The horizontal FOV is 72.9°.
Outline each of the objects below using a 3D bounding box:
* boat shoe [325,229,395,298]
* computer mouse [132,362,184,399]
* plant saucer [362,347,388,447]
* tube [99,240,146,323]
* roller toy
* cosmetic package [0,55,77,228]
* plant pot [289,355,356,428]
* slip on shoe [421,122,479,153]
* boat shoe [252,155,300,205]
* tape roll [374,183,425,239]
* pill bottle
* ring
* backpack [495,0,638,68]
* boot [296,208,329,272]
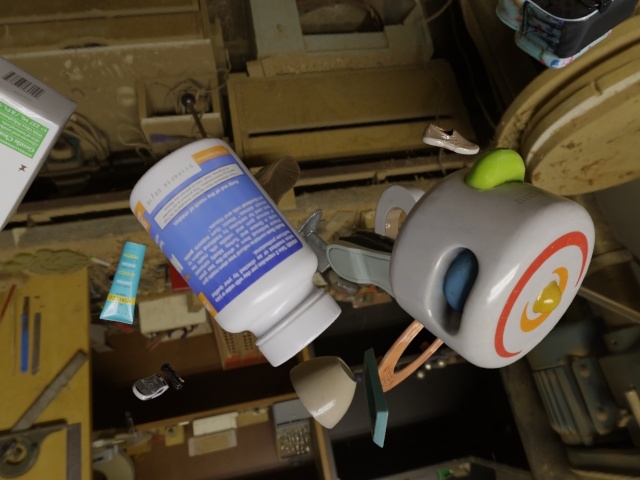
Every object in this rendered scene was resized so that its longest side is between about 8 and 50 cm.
[{"bbox_3d":[0.138,0.043,0.798,0.091,0.302,0.115,-33,129,-30],"label":"boat shoe"},{"bbox_3d":[-0.528,0.460,1.384,0.042,0.106,0.193,-53,164,15],"label":"computer mouse"},{"bbox_3d":[0.091,0.261,0.748,0.018,0.067,0.192,4,-164,-2],"label":"plant saucer"},{"bbox_3d":[-0.505,0.107,1.127,0.080,0.207,0.052,12,175,-4],"label":"tube"},{"bbox_3d":[0.187,0.031,0.467,0.191,0.146,0.209,-47,135,-5],"label":"roller toy"},{"bbox_3d":[-0.722,-0.194,0.947,0.196,0.155,0.365,31,114,-29],"label":"cosmetic package"},{"bbox_3d":[0.035,0.590,1.789,0.191,0.284,0.284,-40,156,3],"label":"plant pot"},{"bbox_3d":[0.299,-0.231,0.984,0.135,0.051,0.041,15,121,-1],"label":"slip on shoe"},{"bbox_3d":[-0.172,-0.120,1.167,0.098,0.302,0.109,-6,127,45],"label":"boat shoe"},{"bbox_3d":[0.352,-0.045,1.831,0.071,0.393,0.392,-7,159,-22],"label":"tape roll"},{"bbox_3d":[-0.100,0.019,0.555,0.152,0.272,0.152,-38,176,-3],"label":"pill bottle"},{"bbox_3d":[0.228,0.202,0.947,0.336,0.032,0.337,-32,147,-23],"label":"ring"},{"bbox_3d":[0.520,-0.523,0.941,0.225,0.254,0.191,-36,155,-5],"label":"backpack"},{"bbox_3d":[0.001,0.000,1.795,0.190,0.208,0.076,-48,161,5],"label":"boot"}]
